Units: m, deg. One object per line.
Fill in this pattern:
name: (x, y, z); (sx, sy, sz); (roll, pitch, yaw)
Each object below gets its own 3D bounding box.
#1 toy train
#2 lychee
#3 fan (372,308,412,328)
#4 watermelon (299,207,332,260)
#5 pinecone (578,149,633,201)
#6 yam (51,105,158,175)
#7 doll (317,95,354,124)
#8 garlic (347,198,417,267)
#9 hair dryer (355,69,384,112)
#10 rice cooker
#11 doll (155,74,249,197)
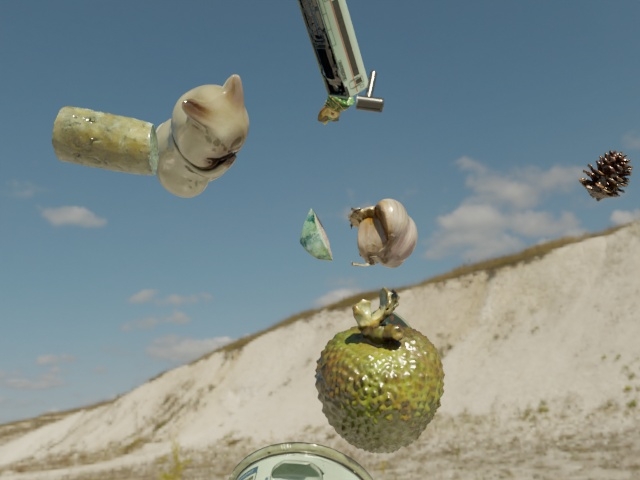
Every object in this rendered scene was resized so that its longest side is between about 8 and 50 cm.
toy train: (0.008, -0.510, 1.487); (0.088, 0.407, 0.086); (-33, 30, -22)
lychee: (0.121, 0.285, 1.420); (0.270, 0.270, 0.320); (-3, -41, -4)
fan: (0.176, 0.322, 1.764); (0.012, 0.294, 0.223); (5, -5, -38)
watermelon: (-0.006, -0.001, 1.905); (0.094, 0.180, 0.081); (30, -59, -30)
pinecone: (0.616, -0.137, 1.484); (0.109, 0.102, 0.102); (-45, -26, 7)
yam: (-0.391, -0.183, 1.298); (0.194, 0.107, 0.107); (11, -15, 7)
doll: (0.031, -0.366, 1.861); (0.078, 0.076, 0.113); (-11, -16, -42)
garlic: (0.135, -0.011, 1.902); (0.257, 0.207, 0.207); (-22, -6, -32)
hair dryer: (0.088, -0.254, 1.177); (0.047, 0.083, 0.026); (8, -29, 4)
rice cooker: (-0.037, 0.474, 1.098); (0.264, 0.316, 0.316); (-3, -16, 8)
doll: (-0.311, -0.254, 1.792); (0.215, 0.226, 0.370); (-32, 6, -33)
